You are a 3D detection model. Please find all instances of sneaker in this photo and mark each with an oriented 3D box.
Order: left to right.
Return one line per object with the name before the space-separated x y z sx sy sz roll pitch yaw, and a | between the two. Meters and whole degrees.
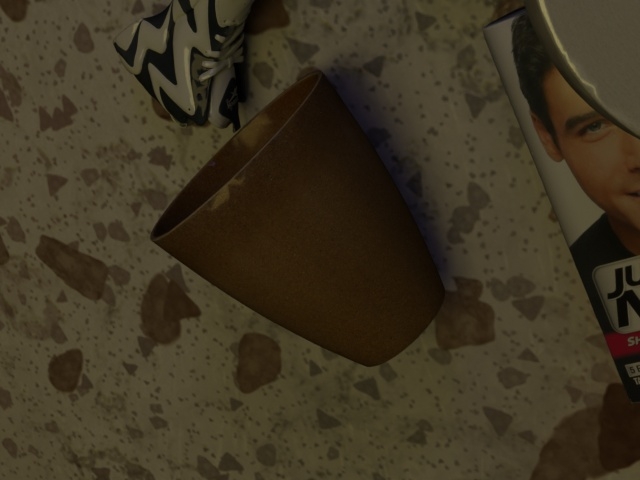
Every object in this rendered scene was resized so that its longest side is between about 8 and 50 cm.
sneaker | -0.101 -0.195 1.188 0.235 0.094 0.153 -26 98 33

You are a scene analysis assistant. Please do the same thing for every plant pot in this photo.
plant pot | 0.000 0.000 1.159 0.254 0.237 0.237 45 124 -14

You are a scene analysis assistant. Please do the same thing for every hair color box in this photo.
hair color box | 0.308 -0.058 1.022 0.185 0.113 0.375 -18 100 31

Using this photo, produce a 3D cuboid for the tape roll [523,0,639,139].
tape roll | 0.342 -0.247 0.859 0.391 0.072 0.392 0 100 1
